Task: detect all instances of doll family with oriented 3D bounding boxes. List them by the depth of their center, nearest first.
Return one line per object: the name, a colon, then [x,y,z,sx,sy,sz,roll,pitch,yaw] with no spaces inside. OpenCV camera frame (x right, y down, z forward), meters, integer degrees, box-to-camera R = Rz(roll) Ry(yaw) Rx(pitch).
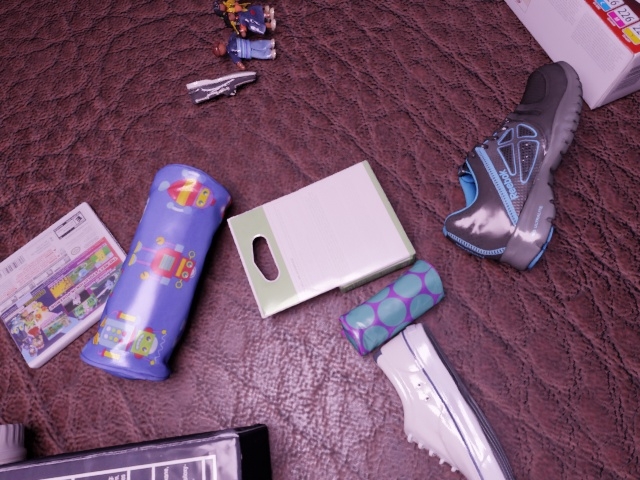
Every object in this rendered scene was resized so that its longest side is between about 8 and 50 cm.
doll family: [-0.145,-0.404,0.814,0.111,0.076,0.193,-3,64,-17]

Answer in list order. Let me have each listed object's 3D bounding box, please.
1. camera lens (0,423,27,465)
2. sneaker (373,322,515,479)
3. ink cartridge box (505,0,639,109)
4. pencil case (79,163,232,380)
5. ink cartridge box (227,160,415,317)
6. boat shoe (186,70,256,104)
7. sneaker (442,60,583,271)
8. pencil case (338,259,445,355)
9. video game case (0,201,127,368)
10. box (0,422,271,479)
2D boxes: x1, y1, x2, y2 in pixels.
camera lens: [-0.467,0.358,0.492,0.219,0.219,0.274,-5,70,3]
sneaker: [0.158,0.236,0.560,0.091,0.094,0.258,-34,67,16]
ink cartridge box: [0.503,-0.416,0.732,0.272,0.130,0.309,-23,70,-5]
pencil case: [-0.227,0.042,0.638,0.119,0.133,0.306,24,71,-24]
ink cartridge box: [0.000,0.000,0.667,0.235,0.056,0.171,-24,69,0]
boat shoe: [-0.173,-0.274,0.790,0.125,0.046,0.038,-18,114,-11]
sneaker: [0.284,-0.131,0.653,0.140,0.125,0.341,16,70,16]
pencil case: [0.100,0.093,0.617,0.152,0.070,0.064,-33,96,-10]
video game case: [-0.407,0.064,0.698,0.201,0.023,0.183,-40,71,-10]
box: [-0.201,0.376,0.480,0.294,0.183,0.296,-8,70,1]
